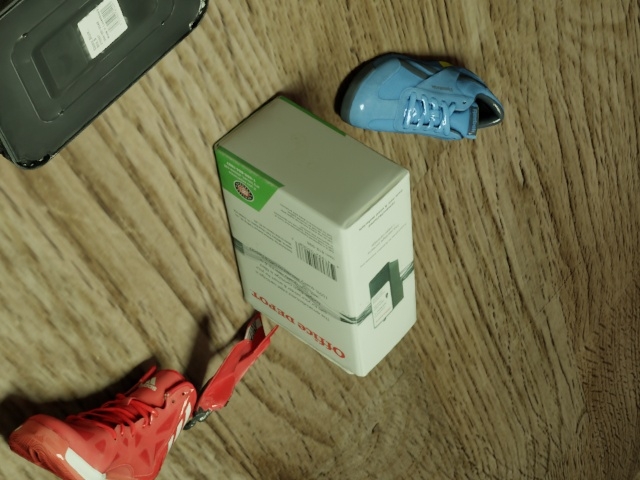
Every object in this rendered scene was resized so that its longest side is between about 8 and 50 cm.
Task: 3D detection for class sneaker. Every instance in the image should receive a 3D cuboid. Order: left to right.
[{"bbox_3d":[-0.178,0.148,1.168,0.128,0.087,0.221,-61,164,-13],"label":"sneaker"},{"bbox_3d":[0.103,-0.130,1.317,0.209,0.082,0.069,-9,127,-52],"label":"sneaker"}]

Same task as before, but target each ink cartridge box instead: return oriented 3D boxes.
[{"bbox_3d":[0.000,0.000,1.208,0.087,0.153,0.208,-42,148,-26],"label":"ink cartridge box"}]

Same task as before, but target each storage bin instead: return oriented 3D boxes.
[{"bbox_3d":[-0.168,-0.149,0.879,0.180,0.084,0.122,-45,148,-21],"label":"storage bin"}]

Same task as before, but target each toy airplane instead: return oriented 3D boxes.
[{"bbox_3d":[-0.083,0.123,1.287,0.151,0.028,0.151,-54,180,0],"label":"toy airplane"}]
